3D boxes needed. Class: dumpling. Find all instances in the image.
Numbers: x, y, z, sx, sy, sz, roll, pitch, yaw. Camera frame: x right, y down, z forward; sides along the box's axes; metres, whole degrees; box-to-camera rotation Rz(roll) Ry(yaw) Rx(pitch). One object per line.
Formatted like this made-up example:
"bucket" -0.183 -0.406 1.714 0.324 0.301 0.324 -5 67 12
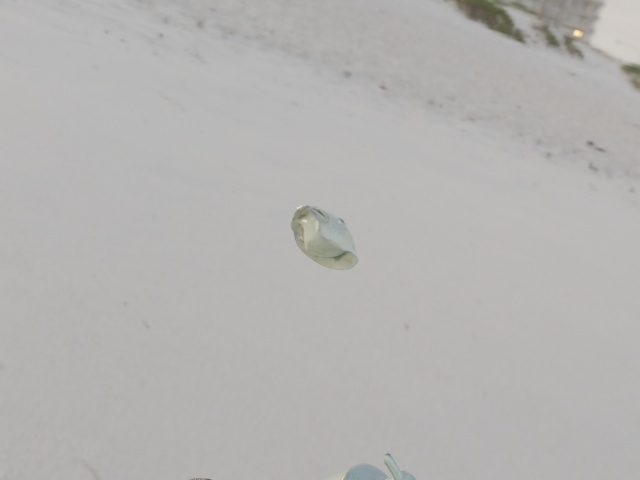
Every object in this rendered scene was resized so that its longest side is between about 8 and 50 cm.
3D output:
"dumpling" 0.000 -0.001 1.046 0.077 0.059 0.043 29 44 -25

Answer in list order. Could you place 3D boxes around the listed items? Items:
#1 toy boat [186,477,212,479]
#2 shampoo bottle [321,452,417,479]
"toy boat" -0.120 0.304 1.223 0.149 0.049 0.047 -12 -54 37
"shampoo bottle" 0.000 0.286 1.028 0.085 0.262 0.085 27 47 -32
